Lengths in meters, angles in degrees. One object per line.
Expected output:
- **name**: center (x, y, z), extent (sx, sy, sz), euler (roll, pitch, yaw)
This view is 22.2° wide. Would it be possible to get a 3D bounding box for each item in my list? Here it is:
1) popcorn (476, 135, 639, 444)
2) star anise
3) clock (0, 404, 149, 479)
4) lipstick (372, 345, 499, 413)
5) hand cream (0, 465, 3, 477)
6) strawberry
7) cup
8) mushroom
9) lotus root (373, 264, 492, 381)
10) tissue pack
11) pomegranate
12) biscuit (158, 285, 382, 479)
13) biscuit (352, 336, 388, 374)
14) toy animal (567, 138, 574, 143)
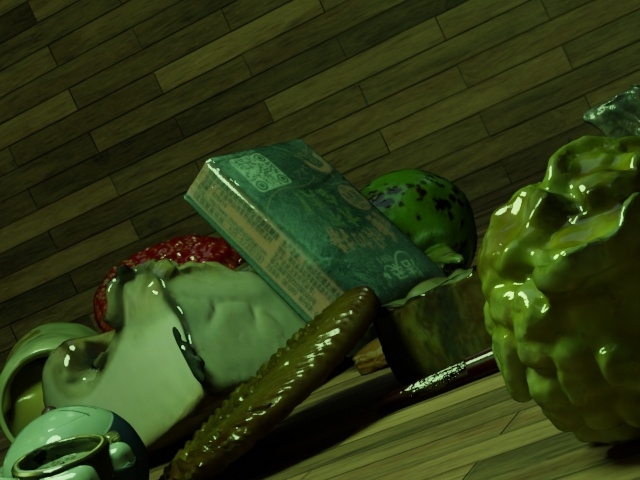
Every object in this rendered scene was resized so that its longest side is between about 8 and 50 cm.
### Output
- **popcorn**: center (0.208, 0.028, 1.159), extent (0.181, 0.217, 0.235), euler (-9, 43, 26)
- **star anise**: center (0.449, -0.118, 1.968), extent (0.257, 0.110, 0.198), euler (17, 10, 16)
- **clock**: center (-0.267, 0.258, 1.696), extent (0.200, 0.146, 0.243), euler (-19, 8, 7)
- **lipstick**: center (0.132, 0.140, 1.663), extent (0.176, 0.027, 0.027), euler (-26, 3, 23)
- **hand cream**: center (-0.383, 0.333, 1.882), extent (0.140, 0.089, 0.314), euler (-25, 7, 27)
- **strawberry**: center (-0.194, 0.099, 2.434), extent (0.288, 0.238, 0.250), euler (11, -15, 17)
- **cup**: center (-0.375, 0.252, 2.339), extent (0.173, 0.255, 0.202), euler (2, 7, -5)
- **mushroom**: center (-0.134, 0.157, 2.189), extent (0.397, 0.224, 0.313), euler (-10, -29, -48)
- **lotus root**: center (0.242, 0.036, 1.828), extent (0.390, 0.111, 0.375), euler (-28, 1, 6)
- **tissue pack**: center (0.000, 0.000, 2.177), extent (0.228, 0.316, 0.103), euler (-18, -33, -54)
- **pomegranate**: center (0.141, 0.011, 2.370), extent (0.211, 0.211, 0.263), euler (-26, 38, -18)
- **biscuit**: center (-0.055, 0.162, 1.784), extent (0.318, 0.040, 0.318), euler (-42, 4, 3)
- **biscuit**: center (0.148, 0.103, 2.038), extent (0.186, 0.036, 0.192), euler (-20, 7, 41)
- **toy animal**: center (0.346, -0.057, 2.021), extent (0.084, 0.148, 0.232), euler (-43, -7, -13)
